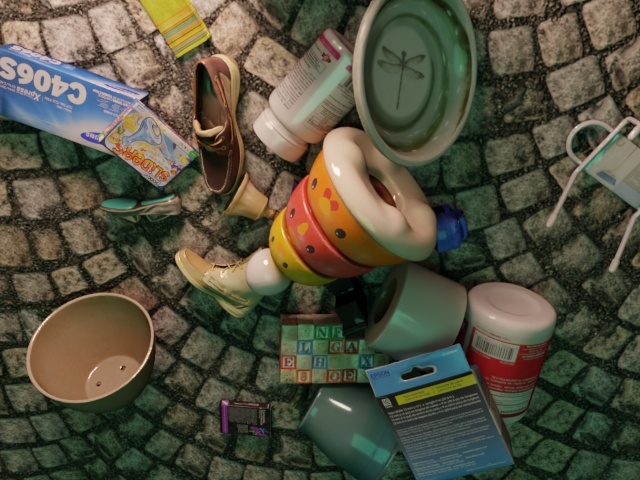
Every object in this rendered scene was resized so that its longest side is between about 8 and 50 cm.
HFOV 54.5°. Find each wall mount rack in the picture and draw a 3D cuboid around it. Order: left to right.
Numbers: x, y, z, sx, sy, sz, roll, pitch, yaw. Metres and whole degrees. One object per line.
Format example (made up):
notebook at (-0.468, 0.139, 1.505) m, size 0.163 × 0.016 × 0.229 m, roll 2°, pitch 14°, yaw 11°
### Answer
wall mount rack at (0.709, -0.111, 1.478) m, size 0.350 × 0.130 × 0.304 m, roll 34°, pitch 113°, yaw -10°

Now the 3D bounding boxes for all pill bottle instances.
pill bottle at (-0.016, -0.326, 1.425) m, size 0.160 × 0.160 × 0.283 m, roll 40°, pitch 111°, yaw -13°
pill bottle at (0.461, 0.335, 1.652) m, size 0.229 × 0.229 × 0.407 m, roll 8°, pitch 115°, yaw 1°

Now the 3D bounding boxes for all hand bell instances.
hand bell at (-0.115, -0.062, 1.588) m, size 0.242 × 0.126 × 0.126 m, roll 28°, pitch 114°, yaw -14°

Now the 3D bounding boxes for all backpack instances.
backpack at (0.316, -0.032, 1.554) m, size 0.101 × 0.120 × 0.097 m, roll -14°, pitch 112°, yaw 11°

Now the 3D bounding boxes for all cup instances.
cup at (-0.602, 0.346, 1.732) m, size 0.332 × 0.330 × 0.236 m, roll 1°, pitch 141°, yaw 4°

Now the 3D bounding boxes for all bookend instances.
bookend at (0.060, 0.141, 1.636) m, size 0.072 × 0.157 × 0.156 m, roll -23°, pitch 111°, yaw 13°

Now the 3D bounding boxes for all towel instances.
towel at (-0.358, -0.547, 1.430) m, size 0.102 × 0.021 × 0.237 m, roll -28°, pitch 109°, yaw 16°

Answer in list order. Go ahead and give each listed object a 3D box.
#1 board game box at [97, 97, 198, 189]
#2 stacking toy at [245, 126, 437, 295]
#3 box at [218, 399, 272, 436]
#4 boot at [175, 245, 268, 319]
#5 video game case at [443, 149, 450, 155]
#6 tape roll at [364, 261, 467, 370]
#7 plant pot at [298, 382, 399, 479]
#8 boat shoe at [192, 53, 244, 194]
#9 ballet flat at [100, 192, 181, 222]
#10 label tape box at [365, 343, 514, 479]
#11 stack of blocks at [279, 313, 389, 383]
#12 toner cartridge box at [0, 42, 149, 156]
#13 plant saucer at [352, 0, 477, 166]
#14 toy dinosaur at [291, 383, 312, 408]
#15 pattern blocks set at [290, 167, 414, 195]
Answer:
board game box at (-0.417, -0.231, 1.516) m, size 0.136 × 0.035 × 0.201 m, roll -43°, pitch 129°, yaw 8°
stacking toy at (0.000, 0.000, 1.465) m, size 0.350 × 0.350 × 0.480 m, roll 44°, pitch 120°, yaw -14°
box at (-0.230, 0.550, 1.922) m, size 0.162 × 0.029 × 0.116 m, roll 5°, pitch 116°, yaw 4°
boot at (-0.235, 0.072, 1.664) m, size 0.203 × 0.095 × 0.262 m, roll -40°, pitch 107°, yaw 21°
video game case at (0.257, -0.285, 1.500) m, size 0.119 × 0.015 × 0.166 m, roll 1°, pitch 115°, yaw 5°
tape roll at (0.239, 0.189, 1.595) m, size 0.169 × 0.246 × 0.246 m, roll 25°, pitch 114°, yaw -6°
plant pot at (0.087, 0.511, 1.759) m, size 0.255 × 0.271 × 0.271 m, roll 29°, pitch 114°, yaw 2°
boat shoe at (-0.259, -0.264, 1.480) m, size 0.123 × 0.123 × 0.341 m, roll 14°, pitch 114°, yaw 18°
ballet flat at (-0.470, -0.078, 1.630) m, size 0.214 × 0.072 × 0.068 m, roll -5°, pitch 118°, yaw 7°
label tape box at (0.296, 0.414, 1.539) m, size 0.249 × 0.115 × 0.347 m, roll -22°, pitch 101°, yaw 19°
stack of blocks at (0.037, 0.297, 1.713) m, size 0.298 × 0.087 × 0.171 m, roll 1°, pitch 103°, yaw -6°
toner cartridge box at (-0.613, -0.338, 1.519) m, size 0.348 × 0.075 × 0.165 m, roll 19°, pitch 117°, yaw -4°
plant saucer at (0.187, -0.361, 1.337) m, size 0.101 × 0.401 × 0.400 m, roll 14°, pitch 125°, yaw 46°
toy dinosaur at (-0.046, 0.362, 1.806) m, size 0.118 × 0.064 × 0.268 m, roll 24°, pitch 110°, yaw -10°
pattern blocks set at (0.086, -0.117, 1.583) m, size 0.325 × 0.026 × 0.285 m, roll -2°, pitch 115°, yaw 9°
